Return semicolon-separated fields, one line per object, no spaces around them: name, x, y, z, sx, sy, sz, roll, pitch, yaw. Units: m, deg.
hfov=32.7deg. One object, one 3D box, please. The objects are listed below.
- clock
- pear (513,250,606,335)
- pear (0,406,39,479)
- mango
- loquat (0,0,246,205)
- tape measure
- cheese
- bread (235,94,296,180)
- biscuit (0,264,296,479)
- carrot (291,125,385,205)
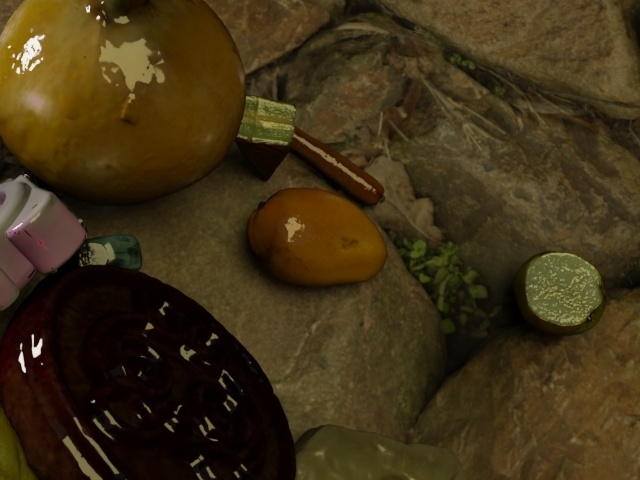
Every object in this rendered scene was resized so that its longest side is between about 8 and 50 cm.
clock;-0.419;0.030;1.302;0.248;0.228;0.090;-45;118;-17
pear;0.361;0.088;1.658;0.141;0.104;0.141;-1;62;2
pear;-0.407;0.291;1.178;0.321;0.269;0.269;47;59;-25
mango;0.000;0.000;1.548;0.219;0.112;0.144;13;65;-29
loquat;-0.252;-0.213;1.387;0.329;0.359;0.328;7;54;-10
tape measure;-0.305;-0.027;1.437;0.107;0.104;0.179;-7;68;-39
cheese;0.074;0.385;1.421;0.318;0.115;0.326;-25;81;-27
bread;-0.093;-0.144;1.546;0.084;0.139;0.074;10;70;-14
biscuit;-0.184;0.190;1.281;0.407;0.091;0.407;37;24;-20
carrot;-0.006;-0.130;1.629;0.248;0.043;0.043;36;62;-4
